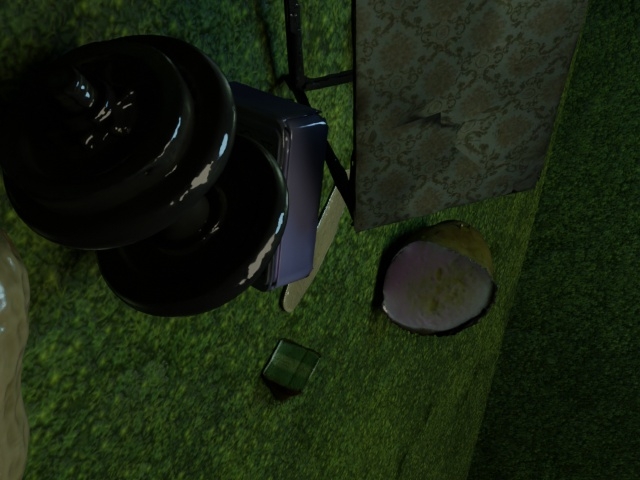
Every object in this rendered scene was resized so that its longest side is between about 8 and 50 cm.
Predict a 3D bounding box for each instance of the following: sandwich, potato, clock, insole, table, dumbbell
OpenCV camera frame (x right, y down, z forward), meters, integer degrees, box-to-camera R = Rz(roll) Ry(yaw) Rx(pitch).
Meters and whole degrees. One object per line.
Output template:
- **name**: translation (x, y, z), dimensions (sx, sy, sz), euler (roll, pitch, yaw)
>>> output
- **sandwich**: translation (-0.032, 0.216, 1.196), dimensions (0.074, 0.074, 0.116), euler (-60, 153, -24)
- **potato**: translation (0.254, 0.060, 1.582), dimensions (0.266, 0.229, 0.229), euler (-50, 152, -69)
- **clock**: translation (-0.074, -0.060, 0.822), dimensions (0.073, 0.144, 0.194), euler (-21, 126, -45)
- **insole**: translation (0.000, 0.000, 1.189), dimensions (0.248, 0.011, 0.081), euler (-65, 155, -16)
- **table**: translation (0.093, -0.237, 0.775), dimensions (0.222, 0.272, 0.335), euler (-14, 141, -11)
- **dumbbell**: translation (-0.136, -0.049, 0.645), dimensions (0.192, 0.192, 0.290), euler (-63, 154, -18)

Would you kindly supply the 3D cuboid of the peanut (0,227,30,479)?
- **peanut**: translation (-0.276, 0.121, 0.538), dimensions (0.159, 0.143, 0.291), euler (-131, -130, -78)
